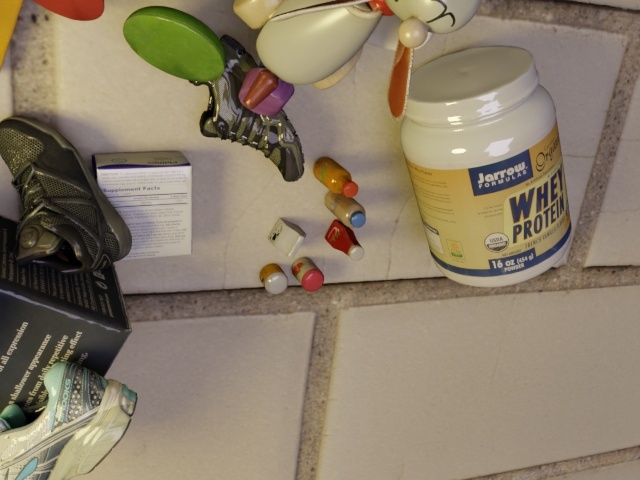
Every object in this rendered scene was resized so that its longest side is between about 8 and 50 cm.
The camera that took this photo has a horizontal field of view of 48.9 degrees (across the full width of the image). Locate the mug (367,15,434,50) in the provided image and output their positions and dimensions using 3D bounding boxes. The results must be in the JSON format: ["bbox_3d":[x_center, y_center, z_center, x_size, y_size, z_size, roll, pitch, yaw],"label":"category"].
[{"bbox_3d":[0.059,-0.468,0.829,0.374,0.276,0.328,33,86,-2],"label":"mug"}]

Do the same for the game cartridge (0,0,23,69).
[{"bbox_3d":[-0.418,-0.347,0.709,0.285,0.052,0.324,4,113,-57],"label":"game cartridge"}]

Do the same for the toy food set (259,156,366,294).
[{"bbox_3d":[0.000,0.000,1.091,0.111,0.104,0.232,25,101,-31],"label":"toy food set"}]

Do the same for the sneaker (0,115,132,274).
[{"bbox_3d":[-0.343,-0.052,0.867,0.087,0.130,0.227,-32,95,27],"label":"sneaker"}]

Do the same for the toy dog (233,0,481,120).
[{"bbox_3d":[0.005,-0.211,0.742,0.220,0.333,0.161,31,81,-10],"label":"toy dog"}]

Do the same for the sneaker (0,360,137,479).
[{"bbox_3d":[-0.347,0.257,0.828,0.122,0.110,0.283,40,91,-16],"label":"sneaker"}]

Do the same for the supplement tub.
[{"bbox_3d":[0.251,-0.112,1.078,0.228,0.228,0.316,-27,121,-10],"label":"supplement tub"}]

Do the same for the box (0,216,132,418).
[{"bbox_3d":[-0.490,0.117,0.868,0.395,0.212,0.293,27,101,-32],"label":"box"}]

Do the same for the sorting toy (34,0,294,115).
[{"bbox_3d":[-0.179,-0.288,0.848,0.365,0.127,0.126,25,71,-24],"label":"sorting toy"}]

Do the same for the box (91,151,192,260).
[{"bbox_3d":[-0.248,-0.049,0.980,0.126,0.072,0.137,-5,115,-21],"label":"box"}]

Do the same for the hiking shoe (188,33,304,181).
[{"bbox_3d":[-0.109,-0.167,0.989,0.114,0.086,0.227,-32,112,0],"label":"hiking shoe"}]
